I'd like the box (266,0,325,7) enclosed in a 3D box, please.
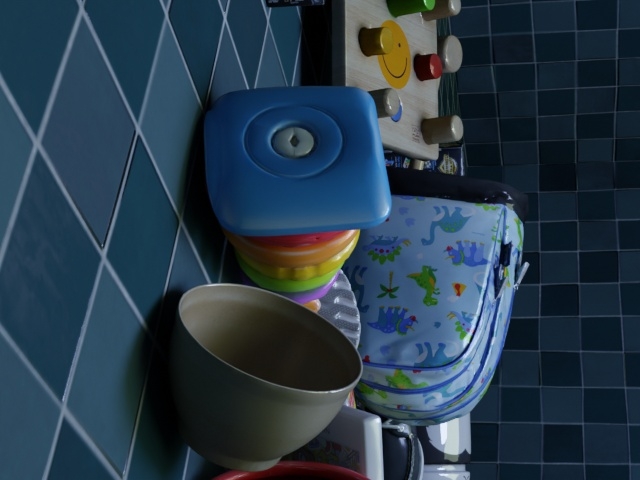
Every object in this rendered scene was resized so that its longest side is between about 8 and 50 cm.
[{"bbox_3d":[-0.023,-0.298,1.325,0.083,0.067,0.018,-76,161,-53],"label":"box"}]

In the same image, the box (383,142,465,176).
[{"bbox_3d":[0.149,-0.045,1.854,0.051,0.175,0.220,-50,137,-73],"label":"box"}]

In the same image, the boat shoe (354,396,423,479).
[{"bbox_3d":[0.092,0.261,1.735,0.091,0.114,0.302,73,8,-54],"label":"boat shoe"}]

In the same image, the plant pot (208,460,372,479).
[{"bbox_3d":[-0.026,0.307,0.972,0.191,0.191,0.174,-54,147,-71],"label":"plant pot"}]

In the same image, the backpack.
[{"bbox_3d":[0.137,0.078,1.595,0.273,0.290,0.356,50,50,-79],"label":"backpack"}]

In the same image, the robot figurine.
[{"bbox_3d":[0.167,0.310,1.896,0.173,0.209,0.278,152,-60,-70],"label":"robot figurine"}]

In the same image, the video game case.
[{"bbox_3d":[-0.006,0.264,1.122,0.026,0.206,0.227,-8,98,-34],"label":"video game case"}]

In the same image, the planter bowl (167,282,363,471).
[{"bbox_3d":[-0.059,0.123,0.957,0.162,0.162,0.109,-59,172,-68],"label":"planter bowl"}]

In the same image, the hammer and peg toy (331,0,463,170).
[{"bbox_3d":[0.124,-0.238,1.601,0.361,0.127,0.266,12,76,-56],"label":"hammer and peg toy"}]

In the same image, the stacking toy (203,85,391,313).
[{"bbox_3d":[-0.028,0.000,1.140,0.302,0.165,0.175,92,-7,-53],"label":"stacking toy"}]

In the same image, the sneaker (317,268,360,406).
[{"bbox_3d":[-0.019,0.159,1.310,0.115,0.105,0.281,148,-57,-69],"label":"sneaker"}]

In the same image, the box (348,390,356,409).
[{"bbox_3d":[0.023,0.293,1.503,0.087,0.058,0.232,-73,158,-54],"label":"box"}]
